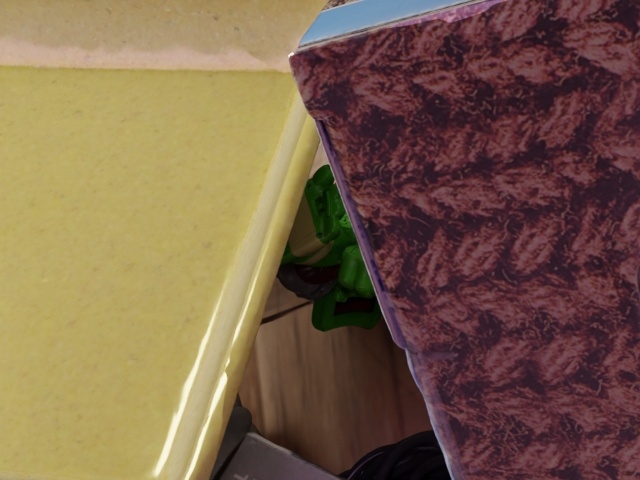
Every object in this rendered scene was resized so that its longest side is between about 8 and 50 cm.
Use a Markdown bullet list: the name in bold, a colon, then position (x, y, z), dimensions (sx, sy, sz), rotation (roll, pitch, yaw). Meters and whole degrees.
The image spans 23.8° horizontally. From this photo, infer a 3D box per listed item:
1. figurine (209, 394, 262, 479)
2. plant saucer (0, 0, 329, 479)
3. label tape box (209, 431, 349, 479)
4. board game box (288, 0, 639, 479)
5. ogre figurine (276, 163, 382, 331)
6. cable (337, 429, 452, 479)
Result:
- **figurine**: position (-0.056, 0.206, 0.864), dimensions (0.209, 0.092, 0.215), rotation (30, 107, 50)
- **plant saucer**: position (-0.154, -0.011, 0.700), dimensions (0.332, 0.081, 0.333), rotation (3, 51, 18)
- **label tape box**: position (0.112, 0.227, 0.591), dimensions (0.333, 0.241, 0.106), rotation (22, 69, 29)
- **board game box**: position (0.125, -0.025, 0.515), dimensions (0.141, 0.291, 0.232), rotation (-12, 113, 21)
- **ogre figurine**: position (0.000, 0.000, 0.848), dimensions (0.197, 0.118, 0.097), rotation (-5, 75, 43)
- **cable**: position (0.061, 0.177, 0.814), dimensions (0.184, 0.047, 0.151), rotation (-35, 55, 41)
